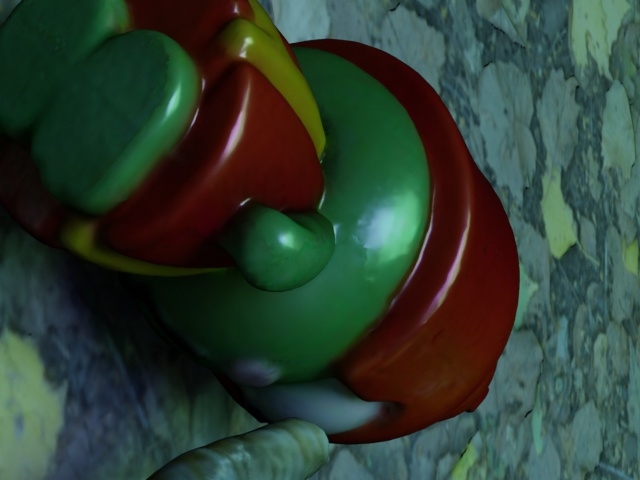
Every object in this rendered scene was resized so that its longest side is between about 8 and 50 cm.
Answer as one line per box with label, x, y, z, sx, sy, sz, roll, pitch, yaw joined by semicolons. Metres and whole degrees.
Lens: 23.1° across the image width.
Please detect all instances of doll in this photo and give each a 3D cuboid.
doll;-0.001;0.001;0.704;0.160;0.183;0.363;-50;143;-6

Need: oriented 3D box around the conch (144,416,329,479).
conch;-0.104;0.179;0.513;0.386;0.203;0.169;-10;55;-47
